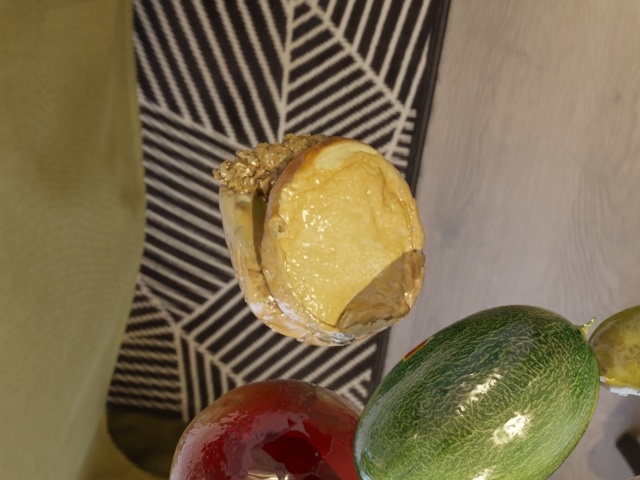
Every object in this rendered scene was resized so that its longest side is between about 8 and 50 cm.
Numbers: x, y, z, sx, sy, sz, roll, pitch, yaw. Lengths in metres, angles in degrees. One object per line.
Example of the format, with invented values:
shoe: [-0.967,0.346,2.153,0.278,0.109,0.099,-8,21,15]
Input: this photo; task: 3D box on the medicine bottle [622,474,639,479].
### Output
medicine bottle: [0.444,0.393,1.450,0.139,0.139,0.237,33,147,-10]

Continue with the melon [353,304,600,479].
melon: [0.164,0.169,1.057,0.288,0.182,0.182,-35,110,1]

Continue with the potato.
potato: [0.524,0.166,1.606,0.251,0.113,0.149,-10,98,26]

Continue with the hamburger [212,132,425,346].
hamburger: [0.000,0.000,1.231,0.286,0.243,0.146,40,145,-24]

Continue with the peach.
peach: [-0.029,0.395,1.511,0.335,0.310,0.406,-37,91,3]
